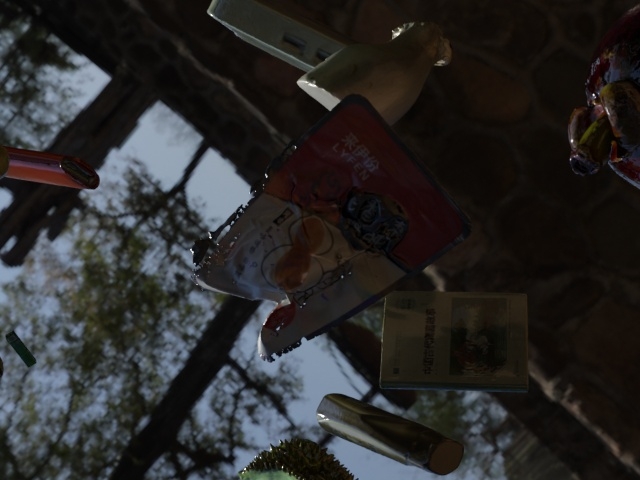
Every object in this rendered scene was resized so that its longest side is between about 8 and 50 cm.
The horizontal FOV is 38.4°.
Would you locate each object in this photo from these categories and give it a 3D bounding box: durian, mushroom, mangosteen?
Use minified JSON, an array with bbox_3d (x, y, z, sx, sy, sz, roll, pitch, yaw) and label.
[{"bbox_3d":[-0.016,0.353,1.400,0.137,0.095,0.220,15,173,-41],"label":"durian"},{"bbox_3d":[0.077,-0.197,1.064,0.116,0.225,0.093,39,146,25],"label":"mushroom"},{"bbox_3d":[0.504,-0.203,1.333,0.297,0.293,0.297,-15,-90,-69],"label":"mangosteen"}]

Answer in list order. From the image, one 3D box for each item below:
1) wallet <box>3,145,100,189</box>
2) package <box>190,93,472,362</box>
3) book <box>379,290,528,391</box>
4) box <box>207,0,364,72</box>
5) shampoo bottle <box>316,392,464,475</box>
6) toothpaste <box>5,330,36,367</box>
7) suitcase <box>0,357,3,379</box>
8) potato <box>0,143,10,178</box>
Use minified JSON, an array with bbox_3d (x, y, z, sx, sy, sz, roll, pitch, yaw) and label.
[{"bbox_3d":[-0.541,-0.144,1.752,0.204,0.045,0.142,9,167,18],"label":"wallet"},{"bbox_3d":[0.000,0.000,0.964,0.194,0.269,0.071,47,-175,-11],"label":"package"},{"bbox_3d":[0.261,0.194,1.786,0.025,0.282,0.215,70,-158,-55],"label":"book"},{"bbox_3d":[-0.006,-0.379,1.802,0.373,0.090,0.367,29,-165,7],"label":"box"},{"bbox_3d":[0.126,0.364,1.724,0.125,0.084,0.350,29,168,-31],"label":"shampoo bottle"},{"bbox_3d":[-0.602,0.218,1.843,0.083,0.020,0.017,63,174,-29],"label":"toothpaste"},{"bbox_3d":[-0.804,0.261,1.715,0.351,0.339,0.194,41,-155,5],"label":"suitcase"},{"bbox_3d":[-0.429,-0.073,1.070,0.070,0.138,0.091,53,-178,-15],"label":"potato"}]
